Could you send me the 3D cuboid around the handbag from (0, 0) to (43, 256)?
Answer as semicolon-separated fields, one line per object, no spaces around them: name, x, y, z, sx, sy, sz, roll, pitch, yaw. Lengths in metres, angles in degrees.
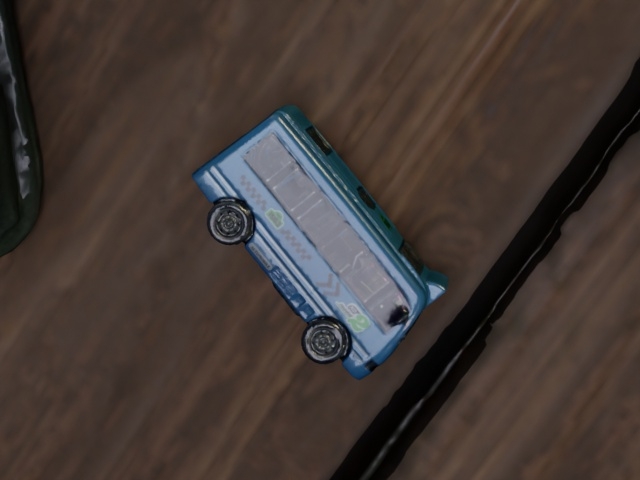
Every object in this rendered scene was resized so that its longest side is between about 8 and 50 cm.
handbag;-0.226;-0.098;0.454;0.247;0.079;0.260;-7;98;11

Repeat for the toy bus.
toy bus;0.000;0.000;0.451;0.046;0.038;0.083;-39;92;11
